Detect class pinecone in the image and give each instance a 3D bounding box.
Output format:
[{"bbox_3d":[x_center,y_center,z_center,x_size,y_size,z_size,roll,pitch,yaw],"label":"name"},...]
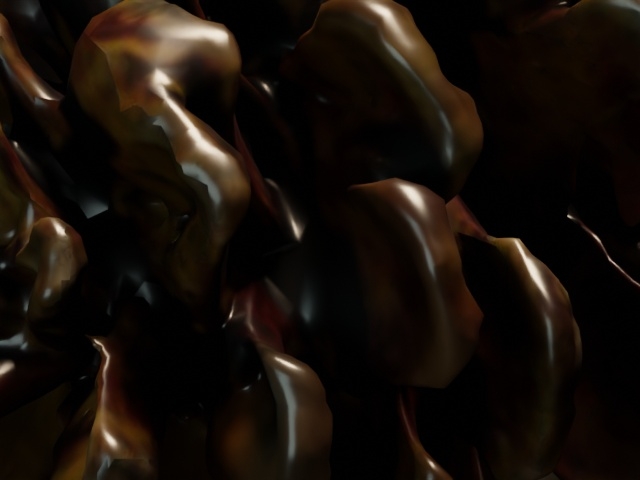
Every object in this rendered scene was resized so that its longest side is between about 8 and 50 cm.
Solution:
[{"bbox_3d":[0.000,0.000,0.532,0.244,0.309,0.244,18,123,30],"label":"pinecone"}]
